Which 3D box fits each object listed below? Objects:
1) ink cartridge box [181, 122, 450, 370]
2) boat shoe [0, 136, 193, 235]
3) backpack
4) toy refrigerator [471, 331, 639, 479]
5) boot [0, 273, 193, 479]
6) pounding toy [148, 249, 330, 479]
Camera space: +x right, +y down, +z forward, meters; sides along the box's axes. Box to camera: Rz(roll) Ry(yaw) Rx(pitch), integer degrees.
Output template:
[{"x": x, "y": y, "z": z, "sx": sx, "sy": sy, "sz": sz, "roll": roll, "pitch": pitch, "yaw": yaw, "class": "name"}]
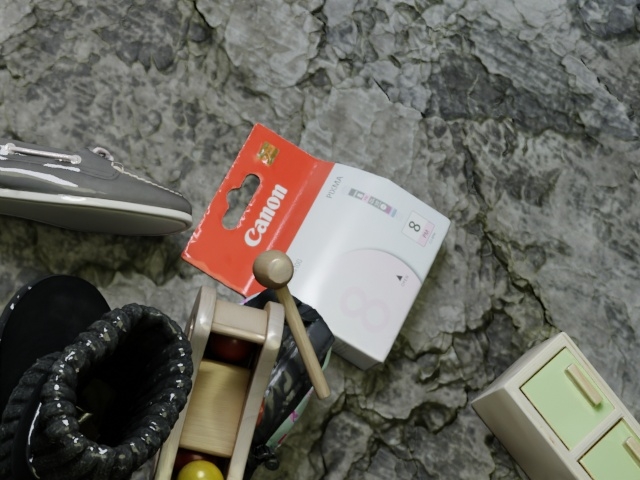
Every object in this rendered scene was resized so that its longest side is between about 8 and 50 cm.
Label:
[{"x": 0.000, "y": 0.000, "z": 1.801, "sx": 0.232, "sy": 0.066, "sz": 0.189, "roll": 34, "pitch": 64, "yaw": -12, "class": "ink cartridge box"}, {"x": -0.285, "y": -0.071, "z": 1.680, "sx": 0.335, "sy": 0.112, "sz": 0.095, "roll": 7, "pitch": 75, "yaw": -16, "class": "boat shoe"}, {"x": -0.074, "y": 0.132, "z": 1.690, "sx": 0.152, "sy": 0.115, "sz": 0.182, "roll": 43, "pitch": 68, "yaw": -6, "class": "backpack"}, {"x": 0.293, "y": 0.237, "z": 1.812, "sx": 0.102, "sy": 0.094, "sz": 0.269, "roll": -38, "pitch": 88, "yaw": -27, "class": "toy refrigerator"}, {"x": -0.209, "y": 0.115, "z": 1.528, "sx": 0.131, "sy": 0.260, "sz": 0.348, "roll": 18, "pitch": 46, "yaw": -19, "class": "boot"}, {"x": -0.057, "y": 0.133, "z": 1.549, "sx": 0.155, "sy": 0.154, "sz": 0.269, "roll": 14, "pitch": 80, "yaw": -7, "class": "pounding toy"}]
